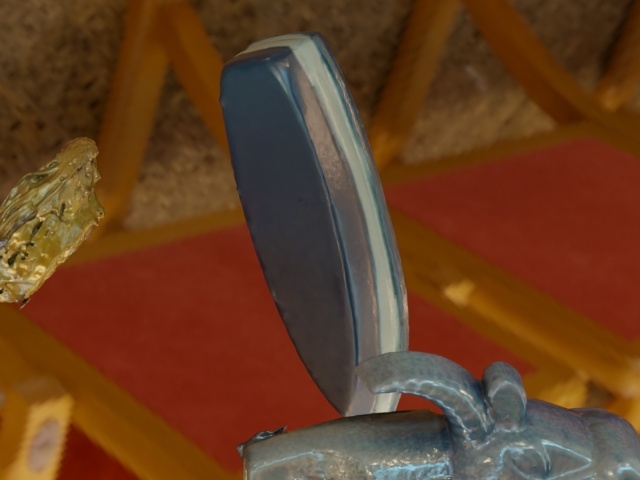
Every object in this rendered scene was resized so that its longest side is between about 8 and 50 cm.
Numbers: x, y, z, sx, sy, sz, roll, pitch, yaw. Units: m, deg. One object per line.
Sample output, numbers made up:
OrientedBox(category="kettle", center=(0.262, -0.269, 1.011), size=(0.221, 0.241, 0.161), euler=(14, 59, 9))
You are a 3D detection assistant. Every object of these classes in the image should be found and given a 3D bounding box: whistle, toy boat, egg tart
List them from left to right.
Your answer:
OrientedBox(category="egg tart", center=(-0.169, -0.004, 1.100), size=(0.130, 0.052, 0.130), euler=(-46, -174, 6))
OrientedBox(category="toy boat", center=(0.000, 0.000, 1.354), size=(0.062, 0.096, 0.299), euler=(-32, 110, -51))
OrientedBox(category="whistle", center=(0.085, 0.142, 1.132), size=(0.269, 0.093, 0.180), euler=(-4, 122, -7))
